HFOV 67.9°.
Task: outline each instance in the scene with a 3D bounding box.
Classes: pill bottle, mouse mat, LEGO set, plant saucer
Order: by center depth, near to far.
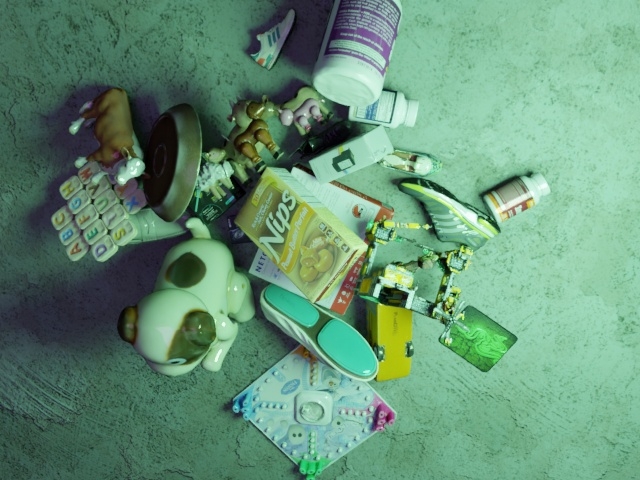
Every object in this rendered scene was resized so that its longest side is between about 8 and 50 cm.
[{"bbox_3d":[0.095,-0.485,1.108,0.169,0.169,0.302,16,83,1],"label":"pill bottle"},{"bbox_3d":[0.244,0.080,1.174,0.331,0.192,0.255,29,80,-9],"label":"LEGO set"},{"bbox_3d":[0.161,-0.340,1.219,0.169,0.094,0.094,11,107,2],"label":"pill bottle"},{"bbox_3d":[-0.395,-0.203,1.224,0.050,0.310,0.311,5,112,-39],"label":"plant saucer"},{"bbox_3d":[0.516,-0.115,1.253,0.152,0.086,0.086,-29,102,13],"label":"pill bottle"},{"bbox_3d":[0.470,0.296,1.421,0.189,0.007,0.153,34,106,-6],"label":"mouse mat"}]

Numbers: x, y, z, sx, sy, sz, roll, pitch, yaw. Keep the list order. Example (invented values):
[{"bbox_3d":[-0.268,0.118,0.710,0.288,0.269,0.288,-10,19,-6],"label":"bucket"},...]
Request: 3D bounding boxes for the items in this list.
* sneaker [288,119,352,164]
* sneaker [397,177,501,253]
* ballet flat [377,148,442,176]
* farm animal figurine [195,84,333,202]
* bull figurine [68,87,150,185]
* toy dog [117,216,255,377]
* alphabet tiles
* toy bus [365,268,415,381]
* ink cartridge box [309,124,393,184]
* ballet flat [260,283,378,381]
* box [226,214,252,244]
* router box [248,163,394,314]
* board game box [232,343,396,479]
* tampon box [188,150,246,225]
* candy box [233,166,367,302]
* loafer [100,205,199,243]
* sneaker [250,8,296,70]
[{"bbox_3d":[0.000,-0.255,1.244,0.170,0.089,0.051,-23,100,37],"label":"sneaker"},{"bbox_3d":[0.330,-0.064,1.279,0.299,0.111,0.121,32,111,-2],"label":"sneaker"},{"bbox_3d":[0.234,-0.205,1.267,0.188,0.070,0.070,10,107,2],"label":"ballet flat"},{"bbox_3d":[-0.157,-0.279,1.198,0.172,0.330,0.326,51,128,-1],"label":"farm animal figurine"},{"bbox_3d":[-0.555,-0.258,1.258,0.188,0.101,0.311,-20,68,12],"label":"bull figurine"},{"bbox_3d":[-0.335,0.175,1.241,0.284,0.408,0.396,12,113,0],"label":"toy dog"},{"bbox_3d":[-0.624,-0.087,1.329,0.278,0.021,0.284,-37,71,4],"label":"alphabet tiles"},{"bbox_3d":[0.195,0.235,1.357,0.108,0.130,0.333,-6,106,-11],"label":"toy bus"},{"bbox_3d":[0.080,-0.219,1.213,0.175,0.127,0.072,-19,104,36],"label":"ink cartridge box"},{"bbox_3d":[-0.010,0.272,1.372,0.400,0.139,0.139,35,107,14],"label":"ballet flat"},{"bbox_3d":[-0.233,-0.033,1.386,0.067,0.018,0.083,-5,106,7],"label":"box"},{"bbox_3d":[0.000,0.000,1.340,0.301,0.082,0.336,24,107,-2],"label":"router box"},{"bbox_3d":[-0.024,0.547,1.520,0.390,0.050,0.390,-41,98,15],"label":"board game box"},{"bbox_3d":[-0.312,-0.146,1.317,0.120,0.101,0.161,-38,99,15],"label":"tampon box"},{"bbox_3d":[-0.057,-0.019,1.204,0.316,0.087,0.183,44,113,19],"label":"candy box"},{"bbox_3d":[-0.508,-0.040,1.362,0.319,0.111,0.112,-9,105,8],"label":"loafer"},{"bbox_3d":[-0.122,-0.522,1.211,0.075,0.057,0.161,28,110,-9],"label":"sneaker"}]
